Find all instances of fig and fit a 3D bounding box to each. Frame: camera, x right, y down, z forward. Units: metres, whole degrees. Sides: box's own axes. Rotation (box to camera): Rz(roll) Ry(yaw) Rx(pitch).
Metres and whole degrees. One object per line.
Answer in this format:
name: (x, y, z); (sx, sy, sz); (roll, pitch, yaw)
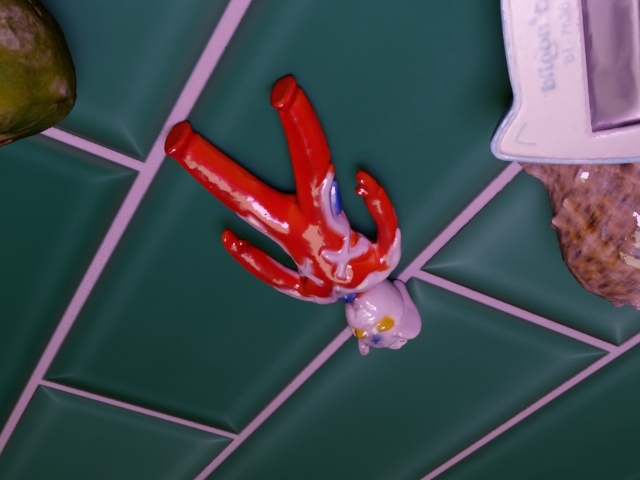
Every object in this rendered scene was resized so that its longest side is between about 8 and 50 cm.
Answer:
fig: (-0.327, -0.188, 0.686); (0.203, 0.203, 0.235); (-18, 95, 22)

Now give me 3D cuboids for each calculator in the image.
calculator: (0.314, -0.191, 0.647); (0.386, 0.054, 0.256); (-8, 118, 12)

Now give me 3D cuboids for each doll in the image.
doll: (0.000, 0.000, 0.909); (0.188, 0.099, 0.384); (-21, 130, 24)

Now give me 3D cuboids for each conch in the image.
conch: (0.307, -0.035, 0.795); (0.291, 0.159, 0.210); (30, 133, -26)
